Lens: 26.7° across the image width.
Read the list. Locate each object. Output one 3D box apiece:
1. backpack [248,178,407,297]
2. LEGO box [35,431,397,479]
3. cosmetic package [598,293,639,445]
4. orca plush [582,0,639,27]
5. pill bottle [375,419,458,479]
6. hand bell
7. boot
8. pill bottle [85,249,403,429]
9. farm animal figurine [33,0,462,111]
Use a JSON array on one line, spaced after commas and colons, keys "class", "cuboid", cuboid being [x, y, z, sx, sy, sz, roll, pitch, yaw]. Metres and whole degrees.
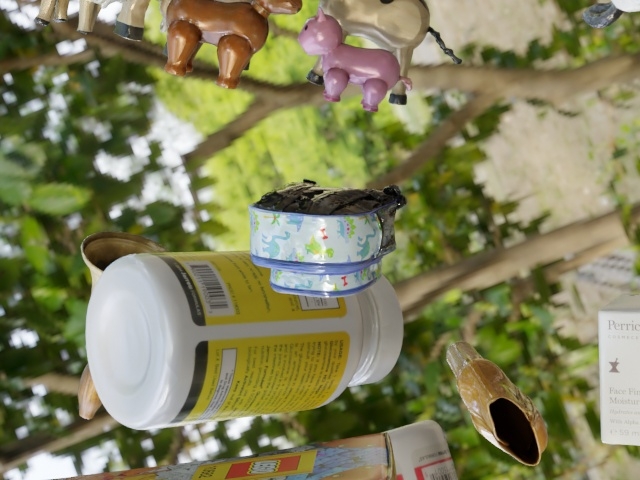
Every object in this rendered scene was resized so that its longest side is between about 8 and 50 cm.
[{"class": "backpack", "cuboid": [0.000, 0.000, 1.050, 0.114, 0.105, 0.084, -19, -68, -65]}, {"class": "LEGO box", "cuboid": [-0.099, 0.421, 0.986, 0.193, 0.373, 0.500, -49, -49, -86]}, {"class": "cosmetic package", "cuboid": [0.464, 0.171, 1.812, 0.151, 0.151, 0.183, -17, -75, -65]}, {"class": "orca plush", "cuboid": [0.320, -0.249, 1.283, 0.102, 0.151, 0.287, 26, 178, -10]}, {"class": "pill bottle", "cuboid": [0.101, 0.450, 1.699, 0.229, 0.229, 0.407, 48, -154, -79]}, {"class": "hand bell", "cuboid": [-0.268, 0.122, 1.692, 0.126, 0.126, 0.242, -105, 32, -60]}, {"class": "boot", "cuboid": [0.308, 0.304, 2.159, 0.295, 0.104, 0.211, 51, -175, -29]}, {"class": "pill bottle", "cuboid": [-0.076, 0.104, 1.511, 0.334, 0.188, 0.188, -1, -119, -38]}, {"class": "farm animal figurine", "cuboid": [-0.064, -0.247, 1.289, 0.330, 0.327, 0.172, -5, -67, -57]}]
